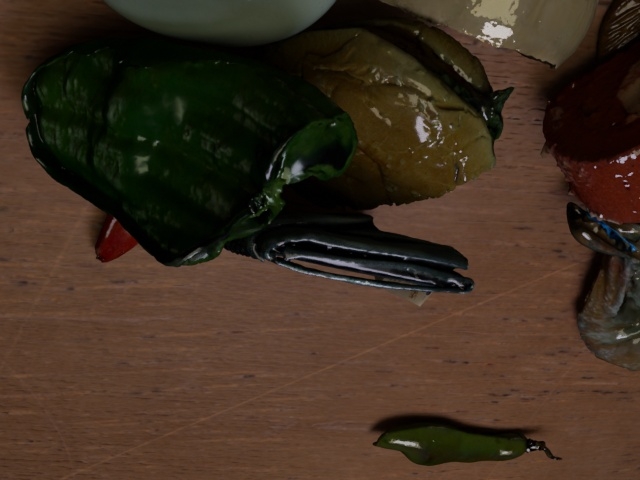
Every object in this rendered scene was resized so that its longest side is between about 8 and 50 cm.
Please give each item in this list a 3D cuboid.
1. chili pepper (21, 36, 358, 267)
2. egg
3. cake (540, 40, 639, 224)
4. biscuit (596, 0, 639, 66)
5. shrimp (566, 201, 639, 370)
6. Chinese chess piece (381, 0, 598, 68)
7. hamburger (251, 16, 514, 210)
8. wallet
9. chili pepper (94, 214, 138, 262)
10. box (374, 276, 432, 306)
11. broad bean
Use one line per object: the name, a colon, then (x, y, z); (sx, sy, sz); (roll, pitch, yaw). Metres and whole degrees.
chili pepper: (-0.135, -0.097, 0.937); (0.167, 0.384, 0.213); (-17, 117, -48)
egg: (-0.099, -0.281, 0.897); (0.264, 0.183, 0.183); (-2, 127, -1)
cake: (0.409, -0.140, 1.101); (0.283, 0.177, 0.151); (-28, 131, 15)
biscuit: (0.437, -0.257, 1.147); (0.187, 0.027, 0.188); (-7, 126, -9)
shrimp: (0.466, 0.069, 1.360); (0.221, 0.110, 0.446); (-28, 132, 18)
Chinese chess piece: (0.155, -0.259, 0.934); (0.249, 0.250, 0.103); (13, 109, -22)
hamburger: (0.041, -0.148, 0.989); (0.308, 0.132, 0.211); (2, 142, 37)
wallet: (0.000, 0.000, 1.059); (0.237, 0.342, 0.075); (7, 93, -18)
chili pepper: (-0.224, -0.027, 1.135); (0.169, 0.065, 0.088); (-39, 110, 21)
box: (0.125, 0.055, 1.303); (0.083, 0.024, 0.053); (27, 116, -31)
broad bean: (0.237, 0.337, 1.521); (0.325, 0.067, 0.075); (5, 155, -20)
